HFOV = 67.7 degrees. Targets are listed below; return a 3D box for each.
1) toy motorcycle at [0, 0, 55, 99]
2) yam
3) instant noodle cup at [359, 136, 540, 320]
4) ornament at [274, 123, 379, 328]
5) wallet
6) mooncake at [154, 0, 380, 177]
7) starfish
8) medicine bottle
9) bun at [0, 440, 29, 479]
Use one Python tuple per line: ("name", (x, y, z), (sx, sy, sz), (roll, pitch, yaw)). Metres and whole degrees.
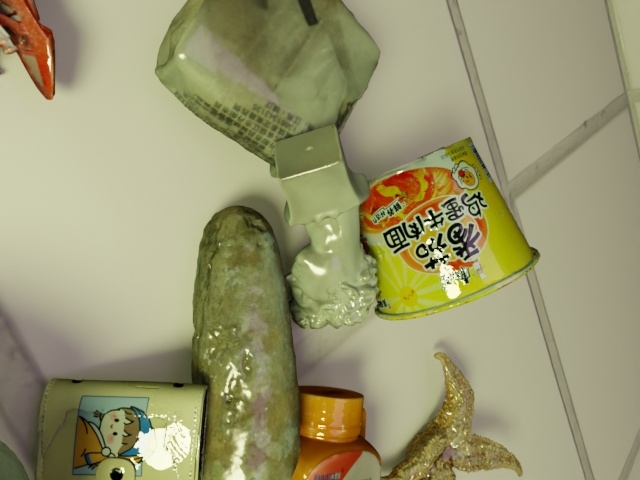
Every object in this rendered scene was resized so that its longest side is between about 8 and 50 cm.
("toy motorcycle", (-0.318, -0.287, 0.427), (0.171, 0.089, 0.298), (-1, 88, -51))
("yam", (-0.094, 0.122, 0.565), (0.133, 0.133, 0.331), (4, 77, -40))
("instant noodle cup", (0.164, -0.023, 0.724), (0.264, 0.264, 0.200), (-27, 96, -39))
("ornament", (0.013, -0.008, 0.609), (0.120, 0.130, 0.285), (-93, -179, -55))
("wallet", (-0.195, 0.196, 0.472), (0.155, 0.039, 0.110), (3, 83, -3))
("mooncake", (-0.060, -0.227, 0.615), (0.254, 0.136, 0.250), (41, 65, -28))
("starfish", (0.203, 0.403, 0.816), (0.293, 0.084, 0.302), (-42, 109, -31))
("medicine bottle", (-0.002, 0.313, 0.628), (0.149, 0.112, 0.222), (14, 77, -40))
("bun", (-0.367, 0.245, 0.272), (0.354, 0.194, 0.355), (2, 87, -42))
